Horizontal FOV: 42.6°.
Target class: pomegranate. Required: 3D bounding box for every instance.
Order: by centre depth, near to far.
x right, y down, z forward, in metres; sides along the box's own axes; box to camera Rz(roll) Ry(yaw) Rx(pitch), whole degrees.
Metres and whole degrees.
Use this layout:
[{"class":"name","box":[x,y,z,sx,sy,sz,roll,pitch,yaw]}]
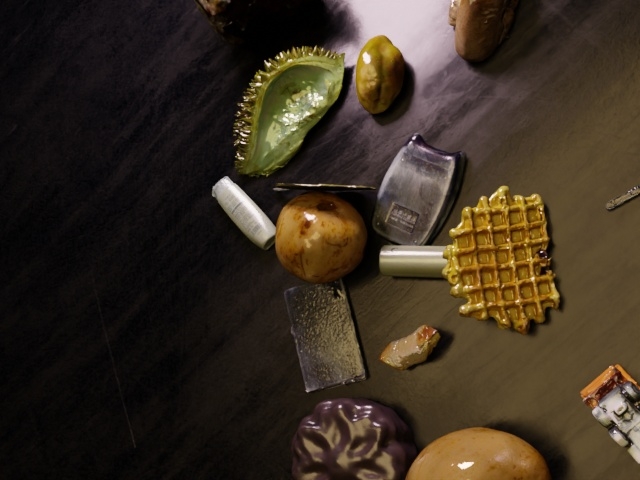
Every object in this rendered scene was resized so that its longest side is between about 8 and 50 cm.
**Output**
[{"class":"pomegranate","box":[0.313,0.494,1.601,0.307,0.307,0.308,-4,80,23]},{"class":"pomegranate","box":[0.000,0.000,1.873,0.215,0.215,0.216,-4,80,23]}]

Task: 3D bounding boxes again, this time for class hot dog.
[{"class":"hot dog","box":[0.208,0.239,1.810,0.169,0.061,0.078,-31,37,37]}]

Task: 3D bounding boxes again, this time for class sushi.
[{"class":"sushi","box":[-0.171,-0.652,1.995,0.294,0.299,0.281,-25,88,16]}]

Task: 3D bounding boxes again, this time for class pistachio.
[{"class":"pistachio","box":[0.135,-0.395,1.923,0.100,0.110,0.190,6,83,56]}]

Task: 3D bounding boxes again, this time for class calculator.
[{"class":"calculator","box":[0.217,-0.103,1.879,0.177,0.040,0.268,25,97,26]},{"class":"calculator","box":[0.009,0.215,1.924,0.161,0.021,0.262,-18,74,20]}]

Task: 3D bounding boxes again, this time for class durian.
[{"class":"durian","box":[-0.099,-0.329,2.037,0.198,0.163,0.394,30,100,-14]}]

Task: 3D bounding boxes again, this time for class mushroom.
[{"class":"mushroom","box":[0.355,-0.554,1.828,0.156,0.151,0.286,8,85,23]}]

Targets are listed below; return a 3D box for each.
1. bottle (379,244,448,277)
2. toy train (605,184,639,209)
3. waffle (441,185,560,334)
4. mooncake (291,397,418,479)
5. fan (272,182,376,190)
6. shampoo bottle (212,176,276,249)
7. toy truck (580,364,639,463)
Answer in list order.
[{"class":"bottle","box":[0.235,0.047,1.821,0.201,0.072,0.072,0,81,21]},{"class":"toy train","box":[0.632,-0.089,1.704,0.083,0.017,0.017,-30,69,16]},{"class":"waffle","box":[0.394,0.046,1.728,0.283,0.065,0.309,37,83,5]},{"class":"mooncake","box":[0.068,0.482,1.792,0.282,0.141,0.283,-3,83,23]},{"class":"fan","box":[-0.014,-0.122,1.899,0.335,0.229,0.011,2,91,53]},{"class":"shampoo bottle","box":[-0.187,-0.069,2.040,0.072,0.049,0.212,-46,68,14]},{"class":"toy truck","box":[0.623,0.371,1.575,0.114,0.135,0.270,-45,63,13]}]
